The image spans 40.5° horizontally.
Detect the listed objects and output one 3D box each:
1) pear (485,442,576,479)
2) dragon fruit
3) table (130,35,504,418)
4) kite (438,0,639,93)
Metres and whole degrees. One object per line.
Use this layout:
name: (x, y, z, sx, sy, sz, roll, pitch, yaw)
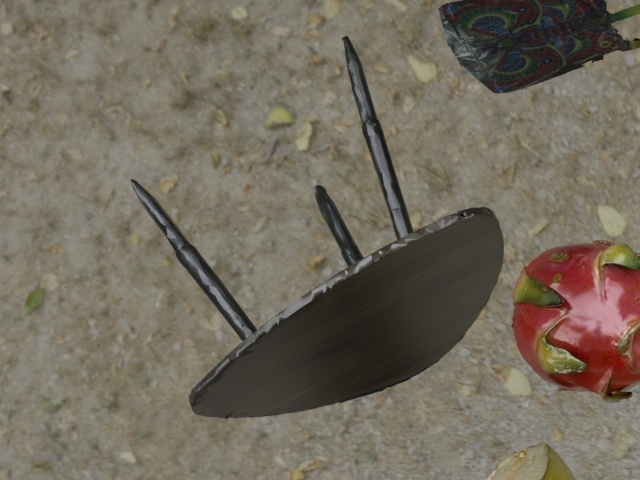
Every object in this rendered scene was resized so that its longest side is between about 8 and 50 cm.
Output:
pear: (0.383, 0.589, 1.668, 0.191, 0.340, 0.386, 41, 55, 5)
dragon fruit: (0.516, 0.138, 1.536, 0.226, 0.305, 0.305, -2, 69, 69)
table: (0.000, 0.000, 0.866, 0.317, 0.317, 0.249, -36, 61, 15)
kite: (0.248, -0.187, 0.722, 0.285, 0.152, 0.015, -7, 66, 28)
